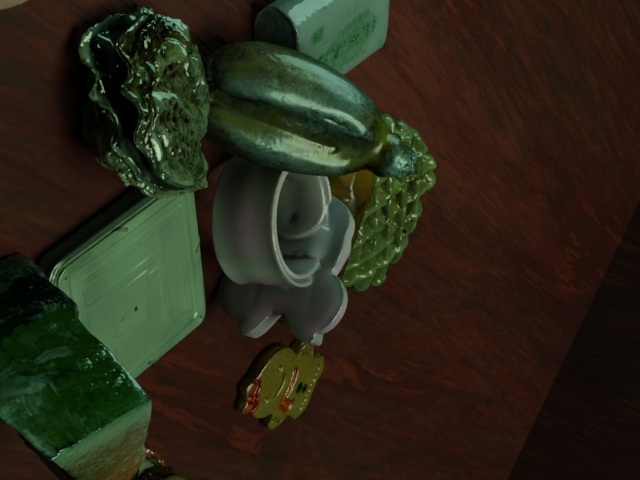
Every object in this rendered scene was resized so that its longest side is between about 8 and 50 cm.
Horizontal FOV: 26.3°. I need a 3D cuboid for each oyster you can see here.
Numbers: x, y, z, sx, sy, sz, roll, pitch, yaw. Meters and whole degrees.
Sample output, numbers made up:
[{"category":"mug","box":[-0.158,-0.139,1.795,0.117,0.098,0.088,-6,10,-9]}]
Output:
[{"category":"oyster","box":[-0.208,-0.150,1.647,0.198,0.112,0.267,-45,136,-48]}]

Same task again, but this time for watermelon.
[{"category":"watermelon","box":[-0.313,0.157,1.584,0.151,0.264,0.302,-43,157,-14]}]

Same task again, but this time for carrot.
[{"category":"carrot","box":[0.000,0.000,2.129,0.114,0.114,0.302,-15,127,-56]}]

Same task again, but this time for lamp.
[{"category":"lamp","box":[-0.255,0.069,1.799,0.266,0.047,0.269,-41,142,-37]}]

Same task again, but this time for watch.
[{"category":"watch","box":[-0.074,-0.002,1.935,0.217,0.211,0.248,44,55,-54]}]

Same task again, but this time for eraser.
[{"category":"eraser","box":[0.004,-0.296,1.932,0.227,0.081,0.174,-42,144,-40]}]

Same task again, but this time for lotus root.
[{"category":"lotus root","box":[-0.020,-0.164,1.813,0.322,0.140,0.158,18,113,-25]}]

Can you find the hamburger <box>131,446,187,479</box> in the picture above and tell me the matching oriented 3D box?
[{"category":"hamburger","box":[-0.250,0.389,1.964,0.175,0.137,0.175,-44,146,-41]}]

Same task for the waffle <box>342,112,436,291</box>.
[{"category":"waffle","box":[0.097,-0.055,2.309,0.292,0.056,0.309,-63,153,-7]}]

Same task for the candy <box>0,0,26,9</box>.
[{"category":"candy","box":[-0.318,-0.344,1.316,0.255,0.094,0.255,-40,142,-41]}]

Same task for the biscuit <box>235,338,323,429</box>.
[{"category":"biscuit","box":[-0.063,0.238,2.281,0.166,0.036,0.225,-64,152,0]}]
